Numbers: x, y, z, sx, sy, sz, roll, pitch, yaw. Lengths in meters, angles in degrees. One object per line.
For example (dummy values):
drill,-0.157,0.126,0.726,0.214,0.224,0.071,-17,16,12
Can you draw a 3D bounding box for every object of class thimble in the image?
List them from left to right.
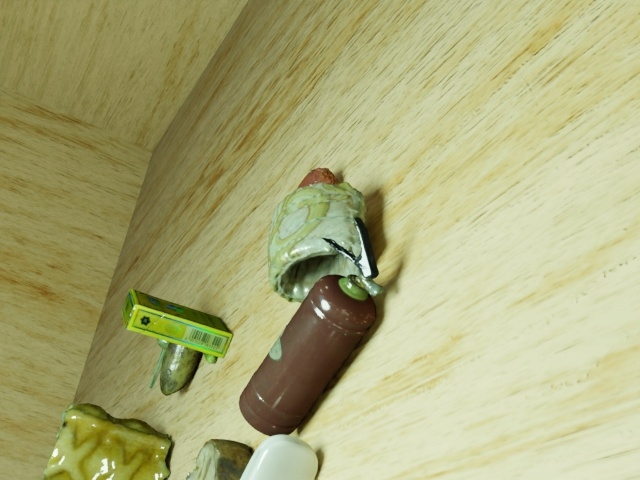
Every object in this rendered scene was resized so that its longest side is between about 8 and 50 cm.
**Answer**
thimble,0.000,0.000,1.149,0.191,0.137,0.143,-34,37,36

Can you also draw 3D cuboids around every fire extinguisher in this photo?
fire extinguisher,-0.009,0.123,1.059,0.138,0.102,0.343,45,117,26

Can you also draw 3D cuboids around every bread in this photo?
bread,-0.476,0.488,1.639,0.238,0.252,0.195,-170,98,-73

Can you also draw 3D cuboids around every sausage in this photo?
sausage,-0.019,-0.069,1.352,0.141,0.076,0.076,-56,24,25

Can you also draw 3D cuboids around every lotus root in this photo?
lotus root,-0.322,0.276,1.702,0.089,0.081,0.179,116,172,-86
lotus root,-0.183,0.460,1.207,0.170,0.075,0.260,-5,64,63

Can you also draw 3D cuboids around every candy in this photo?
candy,-0.431,0.319,1.971,0.061,0.061,0.202,-108,38,-59

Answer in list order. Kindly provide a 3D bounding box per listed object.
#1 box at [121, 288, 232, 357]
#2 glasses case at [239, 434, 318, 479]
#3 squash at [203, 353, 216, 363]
box,-0.314,0.178,1.585,0.064,0.220,0.141,-66,22,3
glasses case,-0.082,0.379,1.020,0.233,0.092,0.059,-63,20,7
squash,-0.248,0.252,1.626,0.027,0.027,0.089,-67,21,1
